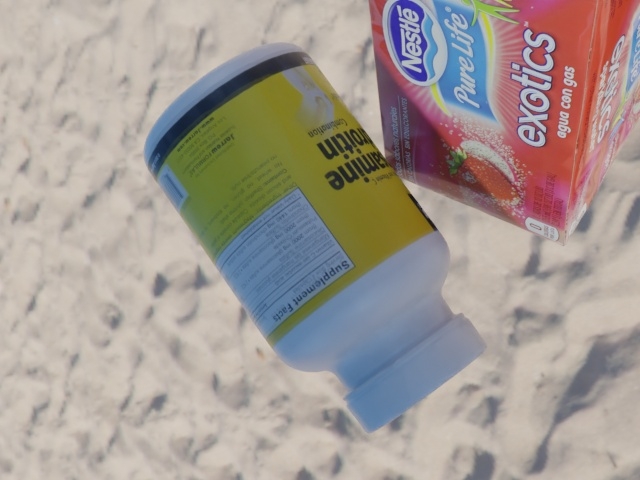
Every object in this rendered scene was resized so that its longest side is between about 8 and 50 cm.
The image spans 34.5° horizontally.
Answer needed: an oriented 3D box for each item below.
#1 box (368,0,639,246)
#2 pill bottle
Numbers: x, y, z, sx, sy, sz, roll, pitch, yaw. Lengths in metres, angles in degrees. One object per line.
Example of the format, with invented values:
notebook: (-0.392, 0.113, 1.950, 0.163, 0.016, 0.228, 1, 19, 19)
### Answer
box: (0.106, -0.130, 0.525, 0.122, 0.128, 0.257, 25, 154, 22)
pill bottle: (0.000, 0.000, 0.519, 0.184, 0.103, 0.103, 54, 138, 7)
